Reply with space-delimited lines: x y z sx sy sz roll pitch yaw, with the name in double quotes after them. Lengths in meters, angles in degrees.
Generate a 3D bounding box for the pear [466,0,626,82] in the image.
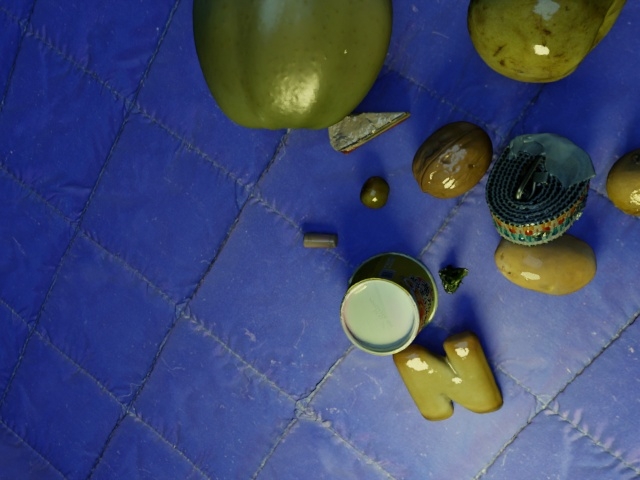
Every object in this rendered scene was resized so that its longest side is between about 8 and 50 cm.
0.463 -0.491 1.017 0.304 0.304 0.303 4 101 18 "pear"

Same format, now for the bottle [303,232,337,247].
0.000 0.000 1.392 0.097 0.045 0.045 2 101 18 "bottle"

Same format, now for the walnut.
0.324 -0.196 1.186 0.167 0.167 0.207 45 113 6 "walnut"

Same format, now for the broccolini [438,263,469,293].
0.337 0.091 1.222 0.058 0.201 0.073 -31 75 4 "broccolini"

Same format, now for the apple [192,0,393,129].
-0.066 -0.477 1.120 0.475 0.474 0.472 4 101 18 "apple"

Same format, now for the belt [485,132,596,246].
0.504 -0.120 1.108 0.207 0.150 0.257 28 81 33 "belt"

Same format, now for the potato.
0.549 0.054 1.176 0.234 0.146 0.150 15 136 15 "potato"

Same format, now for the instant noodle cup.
0.177 0.175 1.284 0.265 0.200 0.263 3 101 17 "instant noodle cup"

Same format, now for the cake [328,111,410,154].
0.122 -0.284 1.273 0.221 0.086 0.116 6 102 18 "cake"

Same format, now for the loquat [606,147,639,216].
0.731 -0.136 1.051 0.172 0.204 0.149 -3 67 -9 "loquat"

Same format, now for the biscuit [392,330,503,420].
0.346 0.376 1.292 0.237 0.062 0.290 -17 117 18 "biscuit"

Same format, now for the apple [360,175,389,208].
0.147 -0.130 1.293 0.075 0.089 0.089 15 105 0 "apple"
